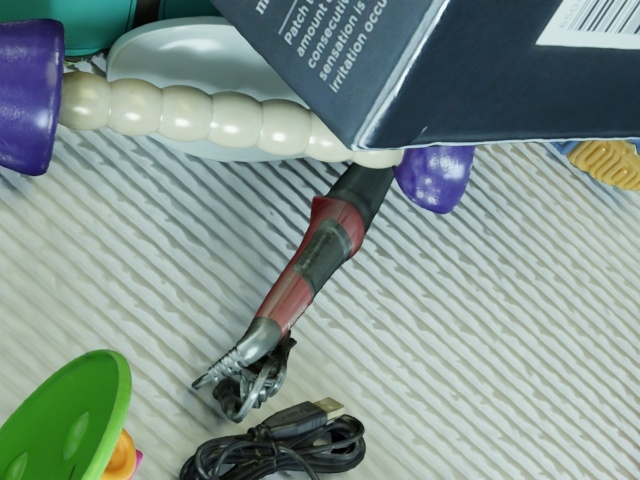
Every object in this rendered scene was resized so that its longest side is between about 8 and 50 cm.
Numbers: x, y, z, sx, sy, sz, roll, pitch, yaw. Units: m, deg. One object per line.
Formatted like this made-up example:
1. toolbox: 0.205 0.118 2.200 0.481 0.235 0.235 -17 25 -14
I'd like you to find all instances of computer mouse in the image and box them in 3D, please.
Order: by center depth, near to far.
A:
1. computer mouse: 0.019 0.167 0.695 0.106 0.042 0.193 -16 67 -47

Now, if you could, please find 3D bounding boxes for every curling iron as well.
1. curling iron: 0.000 0.000 0.783 0.035 0.068 0.274 39 40 -7

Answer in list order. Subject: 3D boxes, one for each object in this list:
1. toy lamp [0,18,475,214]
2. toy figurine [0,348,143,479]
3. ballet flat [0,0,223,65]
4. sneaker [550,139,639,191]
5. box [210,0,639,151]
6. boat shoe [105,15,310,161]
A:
1. toy lamp: -0.061 -0.061 0.728 0.275 0.080 0.080 6 57 -14
2. toy figurine: -0.067 0.156 0.585 0.159 0.130 0.173 40 38 -21
3. ballet flat: -0.111 -0.146 0.791 0.241 0.091 0.077 -6 36 -44
4. sneaker: 0.171 -0.173 0.984 0.131 0.112 0.296 -24 79 -45
5. box: 0.045 -0.248 0.768 0.293 0.212 0.395 -5 45 -46
6. boat shoe: -0.014 -0.089 0.815 0.219 0.077 0.070 5 29 -20
